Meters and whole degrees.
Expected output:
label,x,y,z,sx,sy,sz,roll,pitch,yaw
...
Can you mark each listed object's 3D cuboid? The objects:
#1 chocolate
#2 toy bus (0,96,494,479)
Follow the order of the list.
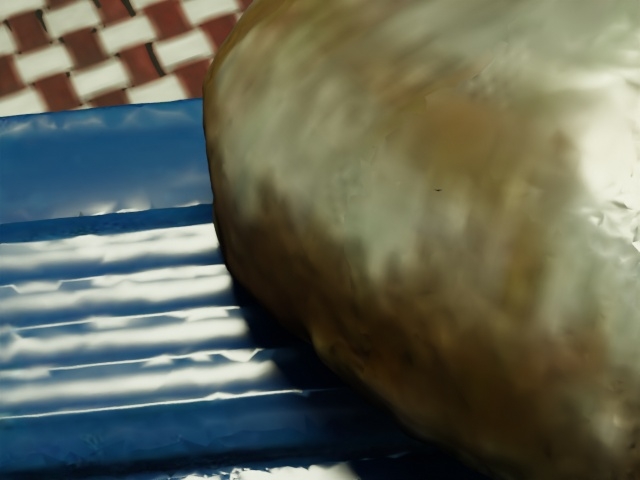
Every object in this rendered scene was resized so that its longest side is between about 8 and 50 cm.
label,x,y,z,sx,sy,sz,roll,pitch,yaw
chocolate,0.093,-0.062,0.389,0.254,0.080,0.157,-32,48,-27
toy bus,0.032,0.056,0.460,0.287,0.175,0.138,-5,57,-1
